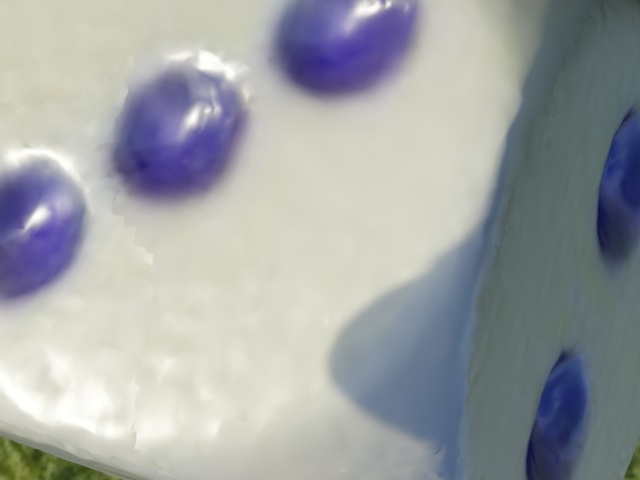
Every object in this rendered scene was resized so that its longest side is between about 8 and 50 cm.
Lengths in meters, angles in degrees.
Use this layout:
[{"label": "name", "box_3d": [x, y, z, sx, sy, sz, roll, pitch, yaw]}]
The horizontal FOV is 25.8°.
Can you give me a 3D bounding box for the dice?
[{"label": "dice", "box_3d": [0.000, 0.000, 0.616, 0.259, 0.251, 0.243, 12, 167, 29]}]
